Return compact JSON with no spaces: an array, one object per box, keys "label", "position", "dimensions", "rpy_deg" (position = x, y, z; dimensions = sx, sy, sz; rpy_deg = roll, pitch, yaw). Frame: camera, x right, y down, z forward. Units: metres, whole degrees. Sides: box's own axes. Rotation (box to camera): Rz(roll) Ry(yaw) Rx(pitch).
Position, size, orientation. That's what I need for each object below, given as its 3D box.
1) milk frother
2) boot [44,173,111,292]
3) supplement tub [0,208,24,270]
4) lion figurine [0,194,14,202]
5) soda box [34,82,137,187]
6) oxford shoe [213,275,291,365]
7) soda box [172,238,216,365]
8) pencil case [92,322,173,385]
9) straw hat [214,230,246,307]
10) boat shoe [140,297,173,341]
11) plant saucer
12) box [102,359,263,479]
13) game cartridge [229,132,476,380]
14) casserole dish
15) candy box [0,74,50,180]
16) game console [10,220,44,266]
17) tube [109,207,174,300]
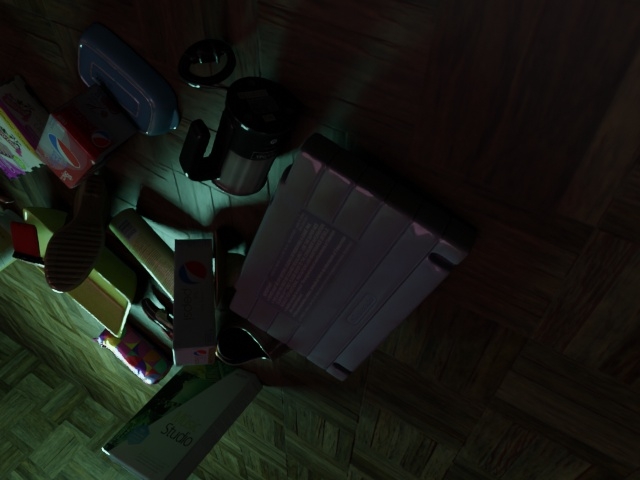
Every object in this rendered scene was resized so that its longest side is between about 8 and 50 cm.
[{"label":"milk frother","position":[-0.114,-0.150,0.626],"dimensions":[0.134,0.129,0.143],"rpy_deg":[129,135,-54]},{"label":"boot","position":[-0.470,0.010,0.999],"dimensions":[0.090,0.248,0.207],"rpy_deg":[16,152,-18]},{"label":"supplement tub","position":[-0.948,0.016,1.450],"dimensions":[0.144,0.199,0.144],"rpy_deg":[24,141,21]},{"label":"lion figurine","position":[-1.006,-0.196,1.365],"dimensions":[0.393,0.142,0.240],"rpy_deg":[0,122,24]},{"label":"soda box","position":[-0.392,-0.160,0.827],"dimensions":[0.092,0.083,0.263],"rpy_deg":[52,151,-19]},{"label":"oxford shoe","position":[-0.175,0.154,0.951],"dimensions":[0.364,0.132,0.130],"rpy_deg":[-8,123,46]},{"label":"soda box","position":[-0.219,0.103,0.878],"dimensions":[0.069,0.216,0.073],"rpy_deg":[-1,145,-13]},{"label":"pencil case","position":[-0.558,0.336,1.522],"dimensions":[0.236,0.104,0.104],"rpy_deg":[38,144,2]},{"label":"straw hat","position":[-0.151,0.050,0.873],"dimensions":[0.061,0.144,0.144],"rpy_deg":[-1,143,-13]},{"label":"boat shoe","position":[-0.396,0.194,1.274],"dimensions":[0.043,0.049,0.137],"rpy_deg":[-36,101,10]},{"label":"plant saucer","position":[-0.601,0.077,1.303],"dimensions":[0.333,0.081,0.333],"rpy_deg":[42,144,-2]},{"label":"box","position":[-0.324,0.421,1.209],"dimensions":[0.233,0.322,0.058],"rpy_deg":[6,127,38]},{"label":"game cartridge","position":[0.014,0.044,0.687],"dimensions":[0.230,0.068,0.355],"rpy_deg":[36,136,4]},{"label":"casserole dish","position":[-0.288,-0.227,0.737],"dimensions":[0.188,0.037,0.114],"rpy_deg":[42,144,-1]},{"label":"candy box","position":[-0.614,-0.216,1.013],"dimensions":[0.234,0.071,0.159],"rpy_deg":[-5,124,44]},{"label":"game console","position":[-0.692,0.018,1.245],"dimensions":[0.144,0.085,0.124],"rpy_deg":[7,164,38]},{"label":"tube","position":[-0.314,0.040,0.990],"dimensions":[0.240,0.062,0.070],"rpy_deg":[46,160,9]}]
